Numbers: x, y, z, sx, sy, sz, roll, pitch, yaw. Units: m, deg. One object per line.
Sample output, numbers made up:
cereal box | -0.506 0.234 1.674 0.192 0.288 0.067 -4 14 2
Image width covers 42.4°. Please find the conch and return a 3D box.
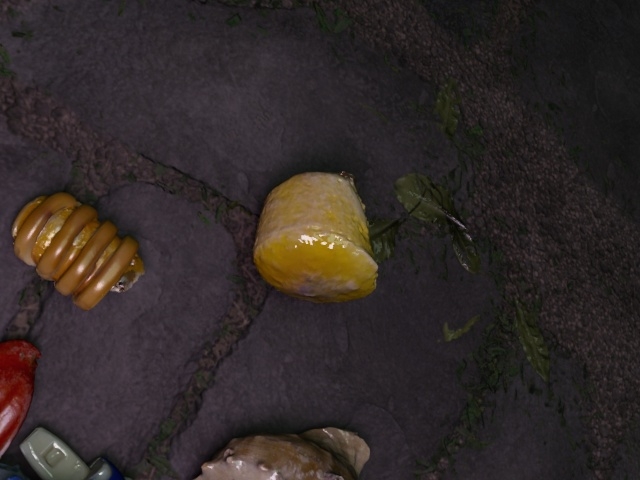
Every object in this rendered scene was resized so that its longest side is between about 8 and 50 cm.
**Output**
conch | -0.026 0.378 1.135 0.324 0.186 0.263 -18 105 -33

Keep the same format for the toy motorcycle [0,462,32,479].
toy motorcycle | -0.297 0.392 0.881 0.319 0.182 0.241 34 55 -15

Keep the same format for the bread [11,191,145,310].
bread | -0.322 0.012 1.094 0.177 0.084 0.119 39 60 -13

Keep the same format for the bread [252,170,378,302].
bread | -0.004 0.002 1.237 0.197 0.197 0.170 19 62 -27

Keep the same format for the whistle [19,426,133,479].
whistle | -0.279 0.330 1.030 0.244 0.092 0.110 52 51 -10

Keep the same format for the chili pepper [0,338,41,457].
chili pepper | -0.420 0.220 0.970 0.144 0.136 0.253 38 49 13
